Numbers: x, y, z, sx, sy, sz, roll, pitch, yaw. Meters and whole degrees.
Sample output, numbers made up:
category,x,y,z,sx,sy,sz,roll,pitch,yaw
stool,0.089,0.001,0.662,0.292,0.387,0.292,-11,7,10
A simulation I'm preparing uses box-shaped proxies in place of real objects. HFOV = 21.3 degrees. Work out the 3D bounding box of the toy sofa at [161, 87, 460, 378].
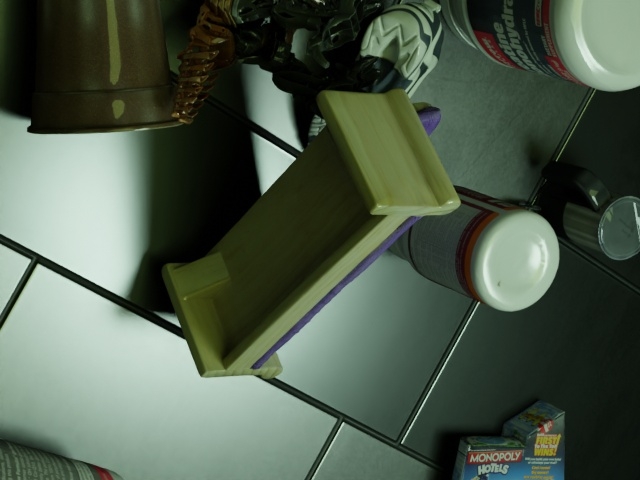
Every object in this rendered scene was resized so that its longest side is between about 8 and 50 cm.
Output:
category,x,y,z,sx,sy,sz,roll,pitch,yaw
toy sofa,0.000,0.000,1.853,0.177,0.150,0.362,0,146,-41

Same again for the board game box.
category,x,y,z,sx,sy,sz,roll,pitch,yaw
board game box,0.249,0.309,2.258,0.194,0.060,0.194,6,99,-31

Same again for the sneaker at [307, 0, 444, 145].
category,x,y,z,sx,sy,sz,roll,pitch,yaw
sneaker,0.077,-0.189,2.000,0.153,0.094,0.235,-43,159,-54

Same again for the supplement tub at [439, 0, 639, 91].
category,x,y,z,sx,sy,sz,roll,pitch,yaw
supplement tub,0.280,-0.285,1.985,0.191,0.272,0.191,-8,107,-28

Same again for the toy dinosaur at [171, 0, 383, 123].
category,x,y,z,sx,sy,sz,roll,pitch,yaw
toy dinosaur,-0.052,-0.229,1.838,0.322,0.218,0.164,-60,159,-15

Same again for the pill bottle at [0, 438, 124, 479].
category,x,y,z,sx,sy,sz,roll,pitch,yaw
pill bottle,-0.373,0.294,1.818,0.318,0.176,0.176,22,92,-33

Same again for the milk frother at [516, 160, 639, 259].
category,x,y,z,sx,sy,sz,roll,pitch,yaw
milk frother,0.315,-0.016,2.163,0.129,0.134,0.143,35,85,-32

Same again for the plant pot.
category,x,y,z,sx,sy,sz,roll,pitch,yaw
plant pot,-0.230,-0.199,1.784,0.167,0.167,0.165,-8,100,-29

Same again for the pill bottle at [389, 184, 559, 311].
category,x,y,z,sx,sy,sz,roll,pitch,yaw
pill bottle,0.173,0.001,2.032,0.121,0.221,0.121,-8,107,-28
